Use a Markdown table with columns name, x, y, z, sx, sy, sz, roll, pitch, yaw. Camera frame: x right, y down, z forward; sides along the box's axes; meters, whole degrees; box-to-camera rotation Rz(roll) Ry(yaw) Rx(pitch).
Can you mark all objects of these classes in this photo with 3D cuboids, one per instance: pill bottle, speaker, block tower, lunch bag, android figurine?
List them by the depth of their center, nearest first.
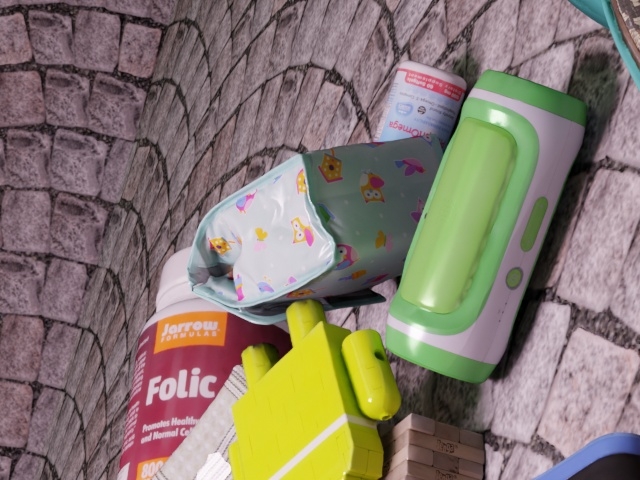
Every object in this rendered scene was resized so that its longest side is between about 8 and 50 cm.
| name | x | y | z | sx | sy | sz | roll | pitch | yaw |
| --- | --- | --- | --- | --- | --- | --- | --- | --- | --- |
| block tower | 0.094 | 0.326 | 1.512 | 0.097 | 0.091 | 0.335 | -47 | 31 | 49 |
| speaker | 0.164 | -0.014 | 1.581 | 0.296 | 0.131 | 0.131 | -70 | 19 | 4 |
| android figurine | -0.012 | 0.201 | 1.627 | 0.248 | 0.056 | 0.272 | -46 | 43 | 31 |
| lunch bag | 0.000 | 0.000 | 1.781 | 0.262 | 0.223 | 0.160 | -33 | 73 | 46 |
| pill bottle | 0.111 | -0.127 | 1.886 | 0.160 | 0.087 | 0.087 | -72 | 19 | 1 |
| pill bottle | -0.135 | 0.214 | 2.037 | 0.224 | 0.224 | 0.392 | -47 | 31 | 50 |

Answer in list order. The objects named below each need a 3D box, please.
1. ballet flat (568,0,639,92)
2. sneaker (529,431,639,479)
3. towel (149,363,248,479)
| name | x | y | z | sx | sy | sz | roll | pitch | yaw |
| --- | --- | --- | --- | --- | --- | --- | --- | --- | --- |
| ballet flat | 0.311 | -0.219 | 1.361 | 0.182 | 0.164 | 0.482 | -43 | 26 | 15 |
| sneaker | 0.197 | 0.249 | 1.315 | 0.232 | 0.081 | 0.090 | -51 | 21 | 43 |
| towel | -0.094 | 0.346 | 1.745 | 0.324 | 0.056 | 0.312 | -52 | 59 | 16 |
